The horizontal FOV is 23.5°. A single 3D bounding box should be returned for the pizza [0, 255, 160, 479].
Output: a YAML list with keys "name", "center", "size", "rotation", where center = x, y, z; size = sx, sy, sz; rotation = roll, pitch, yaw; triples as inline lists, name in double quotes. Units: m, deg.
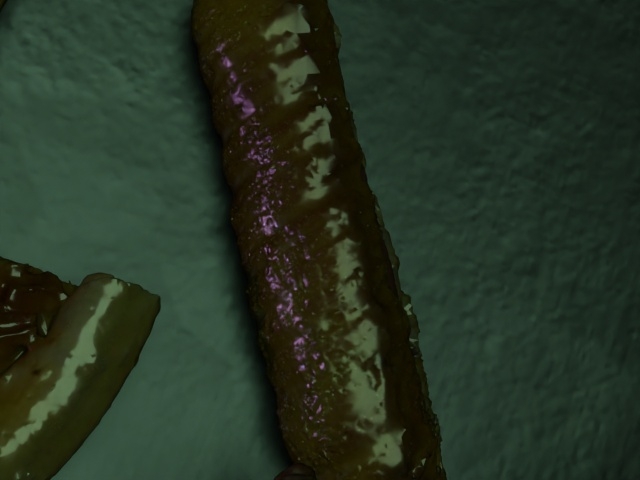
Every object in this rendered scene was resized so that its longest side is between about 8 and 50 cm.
- name: "pizza"
  center: [-0.242, 0.084, 0.672]
  size: [0.365, 0.074, 0.182]
  rotation: [-19, 95, -17]

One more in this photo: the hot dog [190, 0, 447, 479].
- name: "hot dog"
  center: [-0.001, 0.000, 0.753]
  size: [0.083, 0.068, 0.289]
  rotation: [-14, 86, -9]

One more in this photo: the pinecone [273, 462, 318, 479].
- name: "pinecone"
  center: [-0.018, 0.213, 0.664]
  size: [0.185, 0.168, 0.212]
  rotation: [11, 103, -7]

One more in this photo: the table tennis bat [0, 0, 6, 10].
- name: "table tennis bat"
  center: [-0.129, -0.200, 0.761]
  size: [0.198, 0.050, 0.321]
  rotation: [30, 72, -7]
